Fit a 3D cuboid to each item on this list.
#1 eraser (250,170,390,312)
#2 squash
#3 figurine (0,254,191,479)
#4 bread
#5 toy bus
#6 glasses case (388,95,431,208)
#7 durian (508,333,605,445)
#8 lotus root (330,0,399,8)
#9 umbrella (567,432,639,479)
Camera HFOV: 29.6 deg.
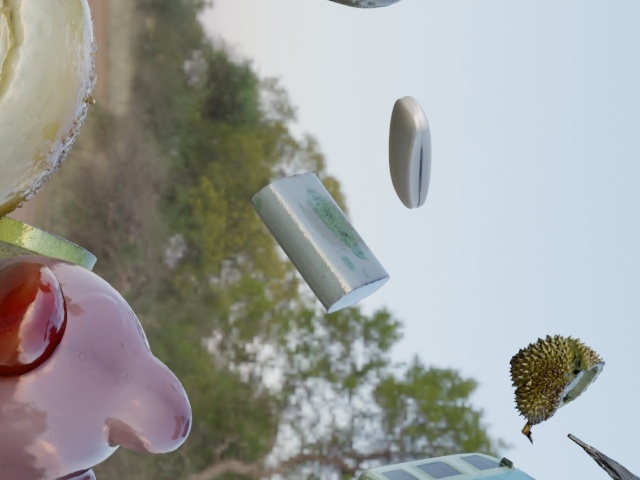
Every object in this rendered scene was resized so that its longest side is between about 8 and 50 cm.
[{"bbox_3d":[0.000,0.000,2.013,0.081,0.174,0.227,-44,-104,30],"label":"eraser"},{"bbox_3d":[-0.472,0.008,1.897,0.252,0.252,0.049,130,-21,-76],"label":"squash"},{"bbox_3d":[-0.275,0.112,1.109,0.270,0.261,0.211,-40,-134,17],"label":"figurine"},{"bbox_3d":[-0.301,-0.142,0.949,0.159,0.305,0.305,18,73,-61],"label":"bread"},{"bbox_3d":[0.156,0.334,1.437,0.165,0.271,0.133,33,-70,39],"label":"toy bus"},{"bbox_3d":[0.156,-0.151,2.126,0.233,0.059,0.092,86,-18,-47],"label":"glasses case"},{"bbox_3d":[0.442,0.278,2.405,0.193,0.138,0.237,-6,134,-57],"label":"durian"},{"bbox_3d":[-0.030,-0.324,1.094,0.158,0.322,0.140,-66,-156,3],"label":"lotus root"},{"bbox_3d":[0.394,0.304,1.416,0.044,0.269,0.044,-54,179,14],"label":"umbrella"}]
